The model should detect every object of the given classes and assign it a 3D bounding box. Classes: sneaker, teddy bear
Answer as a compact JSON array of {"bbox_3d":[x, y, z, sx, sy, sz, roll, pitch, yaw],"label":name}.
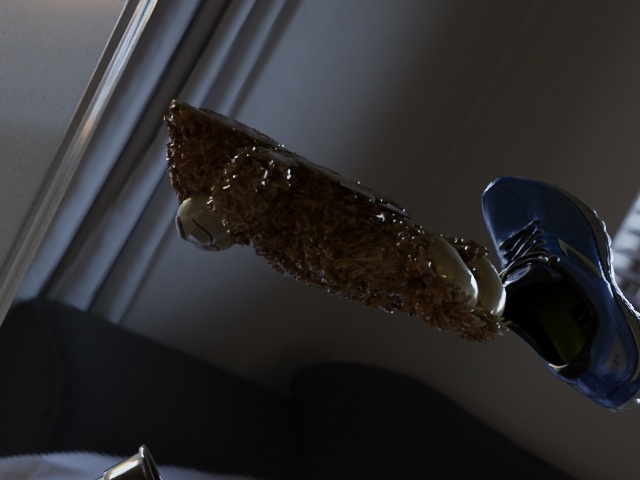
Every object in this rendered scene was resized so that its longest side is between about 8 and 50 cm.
[{"bbox_3d":[0.261,0.036,1.209,0.147,0.130,0.330,23,31,-38],"label":"sneaker"},{"bbox_3d":[0.000,0.000,0.879,0.338,0.113,0.245,26,7,9],"label":"teddy bear"}]

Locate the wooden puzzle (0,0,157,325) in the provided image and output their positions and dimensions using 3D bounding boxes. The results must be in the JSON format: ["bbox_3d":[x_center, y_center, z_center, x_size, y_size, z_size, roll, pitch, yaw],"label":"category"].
[{"bbox_3d":[-0.128,-0.065,0.336,0.044,0.238,0.221,17,-9,14],"label":"wooden puzzle"}]

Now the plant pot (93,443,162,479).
[{"bbox_3d":[-0.196,0.282,0.903,0.167,0.165,0.166,159,-90,-80],"label":"plant pot"}]
